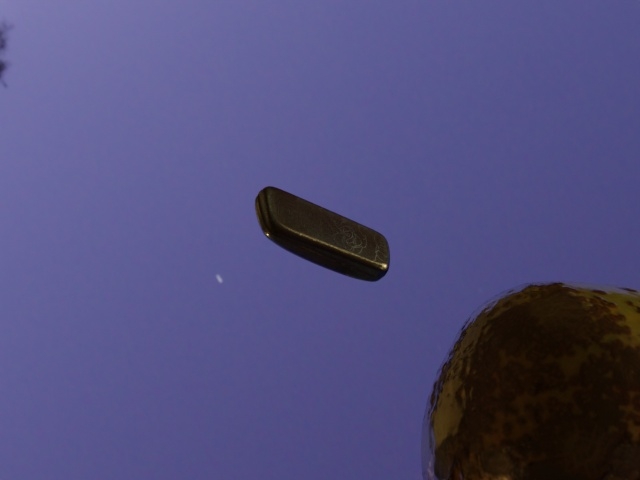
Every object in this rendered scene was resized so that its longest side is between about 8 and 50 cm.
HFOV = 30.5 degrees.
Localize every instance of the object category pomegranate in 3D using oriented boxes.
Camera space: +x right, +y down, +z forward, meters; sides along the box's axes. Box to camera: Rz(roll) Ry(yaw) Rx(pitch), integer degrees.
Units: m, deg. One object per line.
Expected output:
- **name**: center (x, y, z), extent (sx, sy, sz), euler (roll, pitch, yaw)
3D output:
- **pomegranate**: center (0.249, 0.170, 0.916), extent (0.285, 0.285, 0.340), euler (-50, -149, -21)

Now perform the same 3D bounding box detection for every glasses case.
- **glasses case**: center (0.000, 0.000, 0.640), extent (0.023, 0.083, 0.034), euler (-47, -147, 38)
